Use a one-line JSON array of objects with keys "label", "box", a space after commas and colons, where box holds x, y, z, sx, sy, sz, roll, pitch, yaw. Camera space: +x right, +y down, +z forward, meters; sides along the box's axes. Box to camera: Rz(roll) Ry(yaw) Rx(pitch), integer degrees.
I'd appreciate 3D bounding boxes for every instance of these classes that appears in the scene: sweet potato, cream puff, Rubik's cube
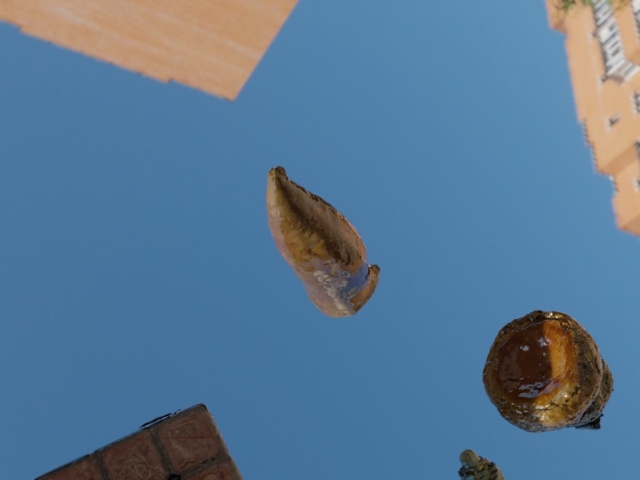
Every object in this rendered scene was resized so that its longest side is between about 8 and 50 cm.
[{"label": "sweet potato", "box": [-0.002, 0.002, 1.395, 0.131, 0.336, 0.131, -10, -125, 14]}, {"label": "cream puff", "box": [0.352, 0.213, 1.305, 0.169, 0.183, 0.183, 36, -135, -37]}, {"label": "Rubik's cube", "box": [-0.248, 0.485, 1.257, 0.345, 0.337, 0.343, -20, -113, -18]}]

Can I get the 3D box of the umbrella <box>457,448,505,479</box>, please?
[{"label": "umbrella", "box": [0.249, 0.365, 1.296, 0.062, 0.067, 0.143, -37, -86, -39]}]
